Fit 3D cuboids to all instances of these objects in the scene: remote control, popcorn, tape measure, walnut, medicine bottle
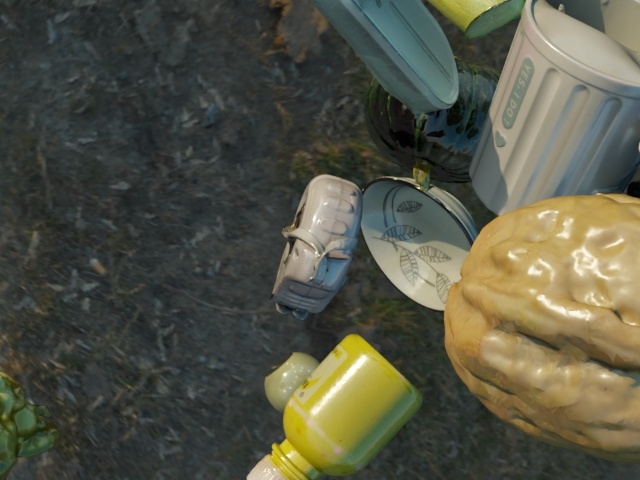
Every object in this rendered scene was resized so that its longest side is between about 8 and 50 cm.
[{"bbox_3d":[0.050,-0.206,0.899,0.247,0.052,0.104,42,41,-39],"label":"remote control"},{"bbox_3d":[-0.404,0.211,1.079,0.169,0.218,0.189,43,67,8],"label":"popcorn"},{"bbox_3d":[0.000,0.000,1.523,0.120,0.236,0.197,17,71,-7],"label":"tape measure"},{"bbox_3d":[0.209,0.062,0.735,0.198,0.245,0.198,-35,135,-44],"label":"walnut"},{"bbox_3d":[0.009,0.222,1.171,0.212,0.122,0.122,-46,112,-3],"label":"medicine bottle"}]

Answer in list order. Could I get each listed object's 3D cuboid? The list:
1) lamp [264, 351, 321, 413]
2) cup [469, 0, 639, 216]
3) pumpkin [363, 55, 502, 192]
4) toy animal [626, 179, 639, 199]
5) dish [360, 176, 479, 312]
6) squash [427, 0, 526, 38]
[{"bbox_3d":[-0.008,0.237,1.422,0.091,0.091,0.163,-41,95,-19],"label":"lamp"},{"bbox_3d":[0.239,-0.101,0.937,0.167,0.202,0.221,13,42,-4],"label":"cup"},{"bbox_3d":[0.181,-0.176,1.502,0.250,0.250,0.216,24,77,-26],"label":"pumpkin"},{"bbox_3d":[0.313,0.025,0.968,0.343,0.168,0.106,-14,125,5],"label":"toy animal"},{"bbox_3d":[0.220,-0.011,1.982,0.106,0.316,0.316,-35,108,-30],"label":"dish"},{"bbox_3d":[0.239,-0.482,1.910,0.287,0.137,0.137,33,74,19],"label":"squash"}]
